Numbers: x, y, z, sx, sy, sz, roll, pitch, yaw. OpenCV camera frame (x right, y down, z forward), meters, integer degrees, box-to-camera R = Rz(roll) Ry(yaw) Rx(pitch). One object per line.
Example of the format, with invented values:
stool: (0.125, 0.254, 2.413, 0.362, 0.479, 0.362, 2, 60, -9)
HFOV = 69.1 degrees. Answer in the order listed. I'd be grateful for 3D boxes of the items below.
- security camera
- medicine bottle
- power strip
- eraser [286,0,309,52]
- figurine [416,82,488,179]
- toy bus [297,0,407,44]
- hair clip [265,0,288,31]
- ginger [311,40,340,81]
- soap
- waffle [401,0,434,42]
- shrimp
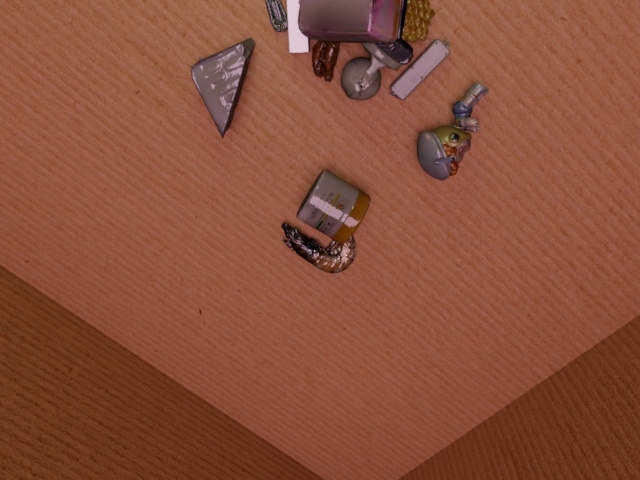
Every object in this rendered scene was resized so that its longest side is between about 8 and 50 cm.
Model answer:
security camera: (0.187, -0.642, 1.717, 0.197, 0.191, 0.277, 29, 116, -20)
medicine bottle: (0.051, -0.138, 1.927, 0.232, 0.238, 0.238, 29, 113, -8)
power strip: (0.378, -0.651, 1.774, 0.078, 0.052, 0.272, 41, 110, -14)
eraser: (-0.082, -0.847, 1.699, 0.076, 0.078, 0.298, 0, 114, 4)
figurine: (0.516, -0.430, 1.829, 0.205, 0.224, 0.381, 31, 89, 13)
toy bus: (0.082, -0.754, 1.549, 0.386, 0.162, 0.171, 22, 111, 41)
hair clip: (-0.176, -0.886, 1.710, 0.066, 0.036, 0.229, -12, 120, 14)
ginger: (0.013, -0.690, 1.767, 0.103, 0.073, 0.162, 11, 116, 0)
soap: (-0.327, -0.591, 1.794, 0.258, 0.159, 0.302, -20, 113, 10)
waffle: (0.313, -0.813, 1.617, 0.059, 0.237, 0.243, -9, 134, 47)
shrimp: (0.000, 0.000, 2.095, 0.365, 0.071, 0.233, 37, 102, -12)
